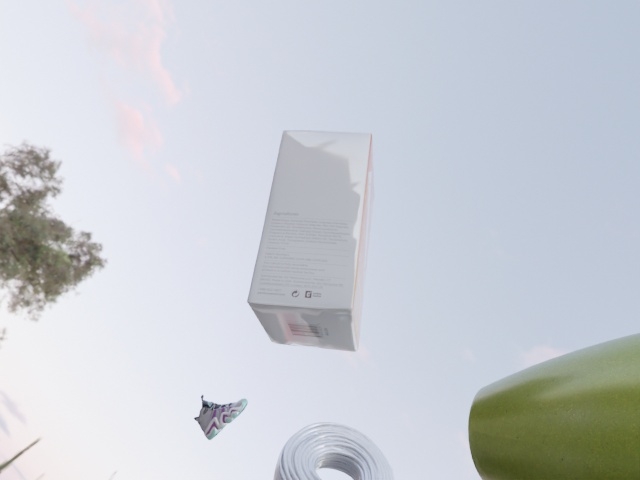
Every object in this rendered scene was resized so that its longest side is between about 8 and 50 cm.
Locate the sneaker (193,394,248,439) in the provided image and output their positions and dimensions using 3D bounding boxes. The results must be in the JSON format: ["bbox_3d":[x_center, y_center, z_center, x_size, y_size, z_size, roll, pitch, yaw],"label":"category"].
[{"bbox_3d":[-0.178,0.288,0.919,0.098,0.038,0.069,-43,-98,4],"label":"sneaker"}]

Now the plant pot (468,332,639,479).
[{"bbox_3d":[0.348,0.246,0.659,0.294,0.275,0.274,-16,-73,42],"label":"plant pot"}]

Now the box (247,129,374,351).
[{"bbox_3d":[0.000,0.000,0.975,0.169,0.344,0.215,4,-27,9],"label":"box"}]

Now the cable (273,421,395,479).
[{"bbox_3d":[0.033,0.494,1.102,0.257,0.257,0.089,25,-65,24],"label":"cable"}]
